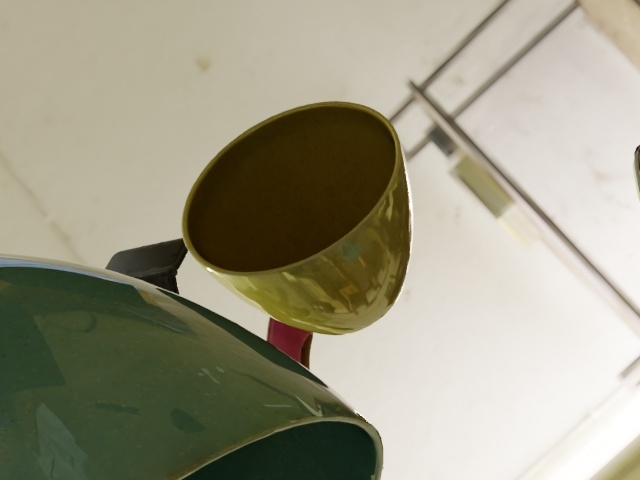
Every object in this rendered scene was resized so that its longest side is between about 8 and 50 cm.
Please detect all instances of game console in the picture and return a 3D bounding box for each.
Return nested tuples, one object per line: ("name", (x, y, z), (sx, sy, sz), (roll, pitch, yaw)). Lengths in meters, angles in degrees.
("game console", (-0.206, 0.059, 1.802), (0.071, 0.122, 0.107), (-12, -90, -61))

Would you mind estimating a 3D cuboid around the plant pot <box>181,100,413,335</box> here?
("plant pot", (0.000, 0.000, 0.873), (0.134, 0.134, 0.095), (51, 173, 50))

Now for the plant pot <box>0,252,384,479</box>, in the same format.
("plant pot", (-0.143, 0.118, 0.661), (0.195, 0.290, 0.290), (44, -179, 24))

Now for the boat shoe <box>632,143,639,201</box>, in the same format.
("boat shoe", (0.280, -0.025, 1.195), (0.042, 0.049, 0.133), (87, 172, -65))

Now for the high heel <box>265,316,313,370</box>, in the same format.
("high heel", (0.004, 0.158, 1.553), (0.082, 0.117, 0.244), (48, -137, -72))
